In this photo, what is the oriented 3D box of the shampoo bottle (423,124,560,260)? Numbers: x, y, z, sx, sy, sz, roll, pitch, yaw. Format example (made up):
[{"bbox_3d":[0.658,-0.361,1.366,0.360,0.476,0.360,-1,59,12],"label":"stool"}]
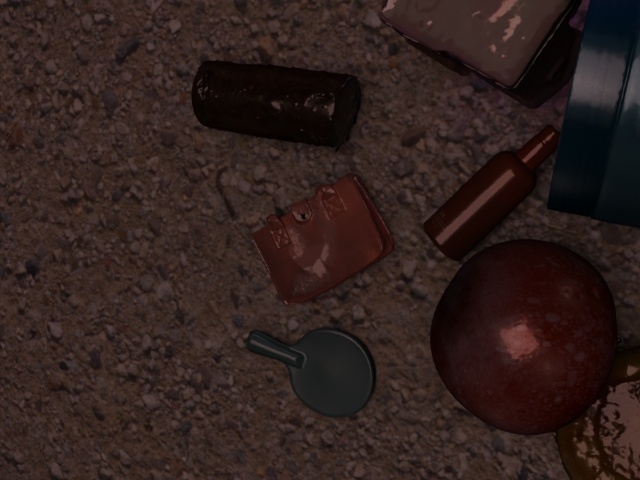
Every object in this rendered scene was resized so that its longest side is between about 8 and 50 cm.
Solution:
[{"bbox_3d":[0.265,-0.075,1.224,0.244,0.085,0.085,-43,77,17],"label":"shampoo bottle"}]

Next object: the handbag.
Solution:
[{"bbox_3d":[0.000,0.000,1.351,0.212,0.059,0.157,-30,82,22],"label":"handbag"}]

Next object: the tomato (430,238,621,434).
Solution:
[{"bbox_3d":[0.271,0.123,1.128,0.227,0.270,0.270,29,106,-13],"label":"tomato"}]

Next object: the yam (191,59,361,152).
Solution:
[{"bbox_3d":[-0.075,-0.223,1.338,0.279,0.131,0.131,11,97,23],"label":"yam"}]

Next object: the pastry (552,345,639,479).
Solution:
[{"bbox_3d":[0.455,0.264,1.144,0.256,0.120,0.236,-8,86,25],"label":"pastry"}]

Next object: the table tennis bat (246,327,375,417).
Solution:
[{"bbox_3d":[-0.019,0.209,1.386,0.237,0.038,0.149,19,102,17],"label":"table tennis bat"}]

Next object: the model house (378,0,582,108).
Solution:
[{"bbox_3d":[0.250,-0.319,1.128,0.237,0.237,0.202,33,103,21],"label":"model house"}]

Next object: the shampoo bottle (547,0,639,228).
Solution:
[{"bbox_3d":[0.478,-0.165,0.981,0.342,0.331,0.331,12,98,16],"label":"shampoo bottle"}]
